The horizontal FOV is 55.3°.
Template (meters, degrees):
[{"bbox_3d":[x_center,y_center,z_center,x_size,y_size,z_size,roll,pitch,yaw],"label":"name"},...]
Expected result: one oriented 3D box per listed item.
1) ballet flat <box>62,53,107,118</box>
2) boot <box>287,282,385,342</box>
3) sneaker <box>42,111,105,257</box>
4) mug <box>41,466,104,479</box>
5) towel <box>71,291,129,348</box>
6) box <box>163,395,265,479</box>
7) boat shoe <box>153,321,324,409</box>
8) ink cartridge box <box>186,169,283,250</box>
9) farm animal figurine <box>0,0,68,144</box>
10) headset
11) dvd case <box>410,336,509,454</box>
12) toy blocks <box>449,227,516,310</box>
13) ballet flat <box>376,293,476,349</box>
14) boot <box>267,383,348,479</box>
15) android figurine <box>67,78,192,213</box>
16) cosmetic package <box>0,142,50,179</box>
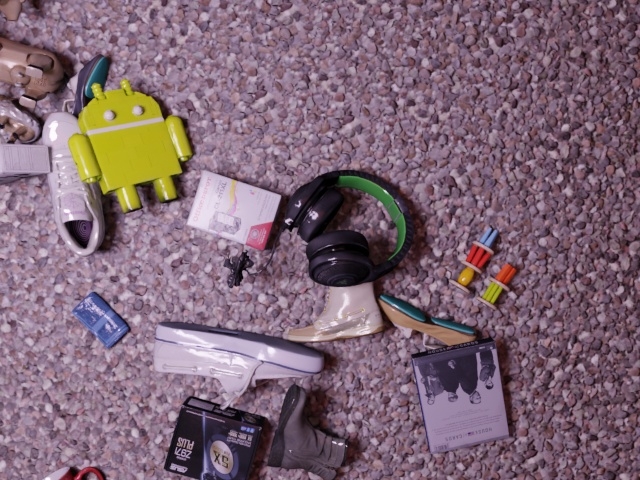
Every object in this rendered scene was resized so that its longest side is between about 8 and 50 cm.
[{"bbox_3d":[-0.515,-0.306,1.312,0.074,0.074,0.203,13,94,0],"label":"ballet flat"},{"bbox_3d":[0.023,0.133,1.315,0.213,0.077,0.164,-11,82,16],"label":"boot"},{"bbox_3d":[-0.496,-0.111,1.252,0.114,0.152,0.304,-11,105,-17],"label":"sneaker"},{"bbox_3d":[-0.534,0.584,1.313,0.150,0.113,0.169,-28,94,3],"label":"mug"},{"bbox_3d":[-0.483,0.174,1.341,0.067,0.029,0.119,-44,91,0],"label":"towel"},{"bbox_3d":[-0.227,0.438,1.322,0.180,0.077,0.147,17,92,0],"label":"box"},{"bbox_3d":[-0.180,0.277,1.291,0.368,0.136,0.156,9,91,2],"label":"boat shoe"},{"bbox_3d":[-0.184,-0.064,1.313,0.175,0.072,0.127,18,92,-1],"label":"ink cartridge box"},{"bbox_3d":[-0.663,-0.398,1.228,0.327,0.172,0.330,33,116,-25],"label":"farm animal figurine"},{"bbox_3d":[0.000,0.000,1.251,0.395,0.185,0.243,-18,69,-27],"label":"headset"},{"bbox_3d":[0.303,0.337,1.315,0.180,0.029,0.238,-12,106,1],"label":"dvd case"},{"bbox_3d":[0.369,0.059,1.324,0.123,0.054,0.148,32,91,0],"label":"toy blocks"},{"bbox_3d":[0.220,0.190,1.318,0.233,0.080,0.073,22,102,0],"label":"ballet flat"},{"bbox_3d":[-0.013,0.408,1.291,0.161,0.083,0.246,13,124,-1],"label":"boot"},{"bbox_3d":[-0.393,-0.199,1.267,0.248,0.056,0.272,-18,93,-35],"label":"android figurine"},{"bbox_3d":[-0.659,-0.149,1.240,0.239,0.099,0.060,-4,91,38],"label":"cosmetic package"}]
